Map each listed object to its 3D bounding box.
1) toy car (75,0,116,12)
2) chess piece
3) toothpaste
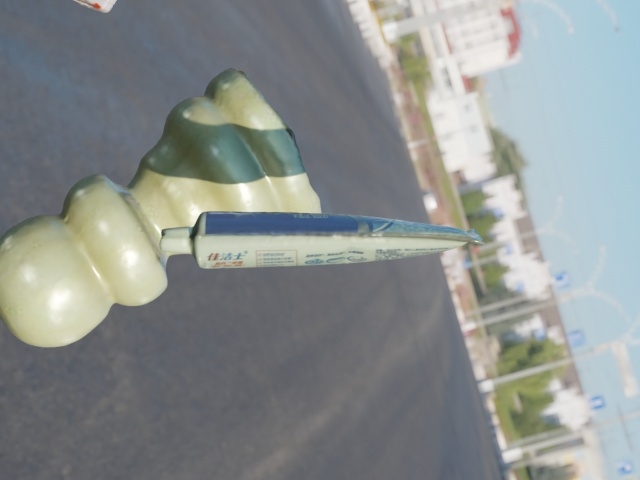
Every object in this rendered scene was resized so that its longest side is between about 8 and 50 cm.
[{"bbox_3d":[-0.141,-0.268,0.955,0.089,0.210,0.108,33,0,10],"label":"toy car"},{"bbox_3d":[-0.182,-0.017,1.378,0.182,0.330,0.182,55,-11,16],"label":"chess piece"},{"bbox_3d":[0.000,-0.001,1.144,0.069,0.268,0.047,90,0,-64],"label":"toothpaste"}]
